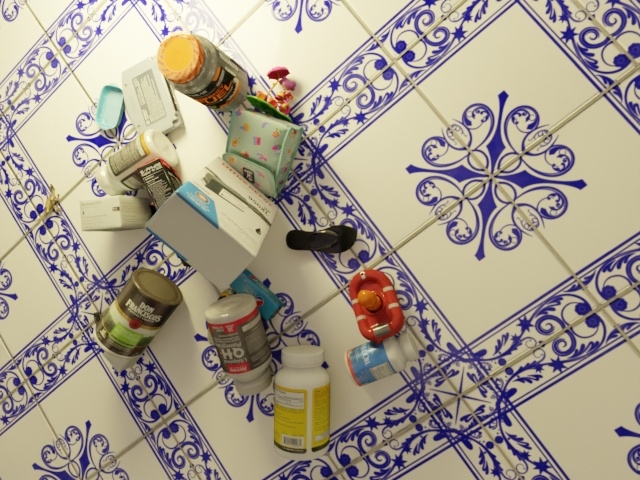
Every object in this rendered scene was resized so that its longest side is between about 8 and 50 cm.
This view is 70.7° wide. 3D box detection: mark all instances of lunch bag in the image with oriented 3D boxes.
[{"bbox_3d":[-0.209,-0.298,1.556,0.224,0.160,0.262,24,110,12],"label":"lunch bag"}]

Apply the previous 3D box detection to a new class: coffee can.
[{"bbox_3d":[-0.673,0.270,1.670,0.201,0.201,0.275,41,101,12],"label":"coffee can"}]

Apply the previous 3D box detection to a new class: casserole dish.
[{"bbox_3d":[-0.832,-0.530,1.797,0.114,0.037,0.188,16,96,15],"label":"casserole dish"}]

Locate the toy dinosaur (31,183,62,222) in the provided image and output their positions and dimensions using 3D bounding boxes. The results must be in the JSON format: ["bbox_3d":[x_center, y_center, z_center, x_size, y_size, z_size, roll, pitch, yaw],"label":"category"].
[{"bbox_3d":[-1.134,-0.141,1.889,0.093,0.053,0.183,24,90,30],"label":"toy dinosaur"}]

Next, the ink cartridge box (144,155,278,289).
[{"bbox_3d":[-0.314,-0.073,1.417,0.285,0.395,0.166,42,111,-13],"label":"ink cartridge box"}]

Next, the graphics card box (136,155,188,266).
[{"bbox_3d":[-0.492,-0.088,1.581,0.094,0.233,0.370,-27,89,-5],"label":"graphics card box"}]

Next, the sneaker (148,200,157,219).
[{"bbox_3d":[-0.610,-0.151,1.713,0.072,0.077,0.178,7,91,15],"label":"sneaker"}]

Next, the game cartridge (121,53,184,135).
[{"bbox_3d":[-0.656,-0.540,1.737,0.198,0.062,0.297,-20,85,20],"label":"game cartridge"}]

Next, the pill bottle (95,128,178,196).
[{"bbox_3d":[-0.690,-0.283,1.691,0.279,0.162,0.162,-28,83,14],"label":"pill bottle"}]

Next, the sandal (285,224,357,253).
[{"bbox_3d":[0.000,0.001,1.546,0.255,0.054,0.097,-5,89,16],"label":"sandal"}]

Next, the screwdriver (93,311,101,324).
[{"bbox_3d":[-0.896,0.374,1.830,0.025,0.024,0.169,-9,90,-13],"label":"screwdriver"}]

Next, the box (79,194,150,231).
[{"bbox_3d":[-0.770,-0.099,1.705,0.181,0.182,0.119,-5,90,17],"label":"box"}]

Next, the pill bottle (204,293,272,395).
[{"bbox_3d":[-0.266,0.357,1.539,0.176,0.176,0.318,-9,107,16],"label":"pill bottle"}]

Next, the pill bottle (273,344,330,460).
[{"bbox_3d":[-0.060,0.527,1.498,0.188,0.188,0.333,1,90,16],"label":"pill bottle"}]

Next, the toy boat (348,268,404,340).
[{"bbox_3d":[0.163,0.194,1.426,0.151,0.151,0.231,-25,56,14],"label":"toy boat"}]

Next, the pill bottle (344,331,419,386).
[{"bbox_3d":[0.199,0.376,1.455,0.222,0.124,0.124,-26,83,14],"label":"pill bottle"}]

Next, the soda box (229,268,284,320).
[{"bbox_3d":[-0.233,0.187,1.609,0.210,0.067,0.071,40,101,13],"label":"soda box"}]

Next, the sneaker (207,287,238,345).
[{"bbox_3d":[-0.366,0.275,1.635,0.088,0.093,0.225,20,97,15],"label":"sneaker"}]

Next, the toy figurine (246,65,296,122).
[{"bbox_3d":[-0.144,-0.522,1.567,0.173,0.130,0.159,27,88,-7],"label":"toy figurine"}]

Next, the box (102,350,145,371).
[{"bbox_3d":[-0.763,0.434,1.755,0.101,0.087,0.102,41,101,12],"label":"box"}]

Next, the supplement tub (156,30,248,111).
[{"bbox_3d":[-0.392,-0.565,1.522,0.194,0.316,0.193,0,91,17],"label":"supplement tub"}]
